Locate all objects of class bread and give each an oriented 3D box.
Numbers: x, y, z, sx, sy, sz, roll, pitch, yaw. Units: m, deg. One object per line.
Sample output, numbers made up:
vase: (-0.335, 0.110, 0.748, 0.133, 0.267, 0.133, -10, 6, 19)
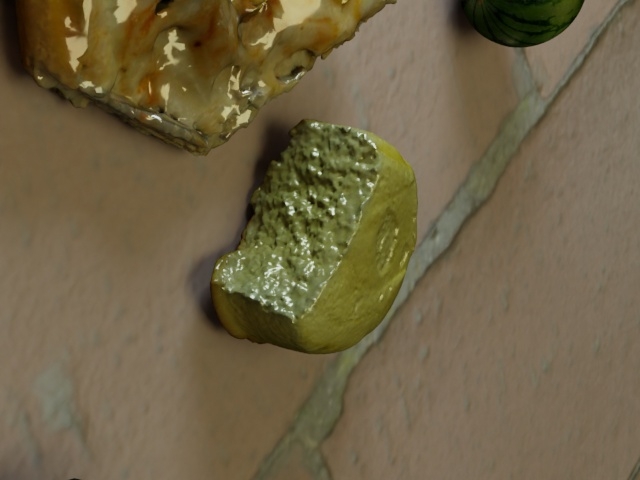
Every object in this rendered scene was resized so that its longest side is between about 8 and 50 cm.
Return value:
bread: (0.003, 0.007, 0.973, 0.156, 0.086, 0.125, -63, 144, -18)

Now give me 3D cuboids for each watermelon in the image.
watermelon: (0.150, -0.193, 1.115, 0.109, 0.109, 0.109, -11, 105, -50)

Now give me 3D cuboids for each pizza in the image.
pizza: (-0.057, -0.144, 0.882, 0.297, 0.071, 0.189, 13, 85, -52)

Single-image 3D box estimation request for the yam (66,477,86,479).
yam: (-0.106, 0.285, 0.800, 0.195, 0.195, 0.300, -35, 123, -43)
